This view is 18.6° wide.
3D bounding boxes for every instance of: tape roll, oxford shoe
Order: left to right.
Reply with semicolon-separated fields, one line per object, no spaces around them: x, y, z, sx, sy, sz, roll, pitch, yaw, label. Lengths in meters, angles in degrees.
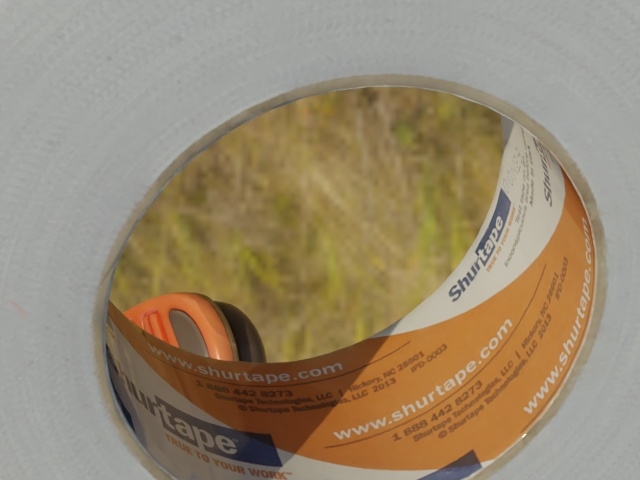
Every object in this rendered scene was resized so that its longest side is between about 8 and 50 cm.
-0.055;0.095;0.921;0.098;0.097;0.271;-12;156;-22;oxford shoe
0.000;0.000;0.451;0.219;0.072;0.219;-7;121;-11;tape roll
